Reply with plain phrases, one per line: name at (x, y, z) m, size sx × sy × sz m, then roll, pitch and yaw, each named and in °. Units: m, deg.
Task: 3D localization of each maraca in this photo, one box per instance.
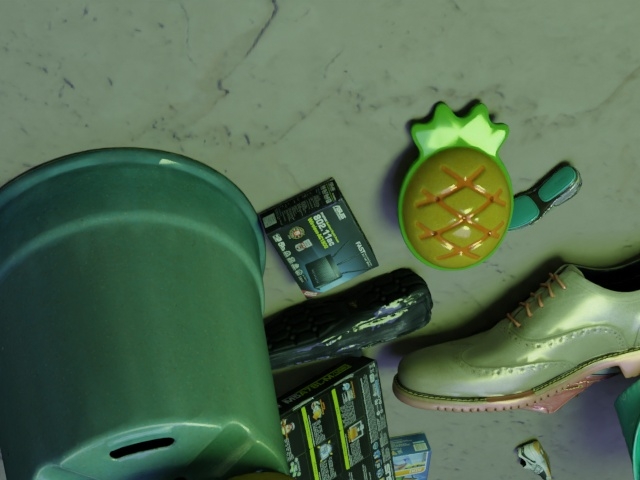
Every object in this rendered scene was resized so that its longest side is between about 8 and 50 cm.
maraca at (0.146, -0.056, 1.414) m, size 0.127 × 0.099 × 0.186 m, roll -2°, pitch 107°, yaw -10°

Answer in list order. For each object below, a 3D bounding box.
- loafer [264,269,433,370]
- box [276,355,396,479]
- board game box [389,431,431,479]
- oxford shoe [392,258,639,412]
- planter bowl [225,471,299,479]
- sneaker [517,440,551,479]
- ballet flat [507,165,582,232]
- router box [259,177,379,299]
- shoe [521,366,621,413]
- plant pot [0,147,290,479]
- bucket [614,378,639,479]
loafer at (0.027, 0.107, 1.532) m, size 0.223 × 0.076 × 0.078 m, roll -20°, pitch 127°, yaw -5°
box at (0.006, 0.258, 1.588) m, size 0.184 × 0.045 × 0.191 m, roll -26°, pitch 116°, yaw -34°
board game box at (0.043, 0.329, 1.770) m, size 0.201 × 0.035 × 0.136 m, roll -7°, pitch 133°, yaw -12°
oxford shoe at (0.270, 0.100, 1.596) m, size 0.396 × 0.140 × 0.147 m, roll -15°, pitch 112°, yaw -9°
planter bowl at (-0.057, 0.272, 1.181) m, size 0.217 × 0.090 × 0.217 m, roll -10°, pitch 133°, yaw -11°
sneaker at (0.299, 0.310, 1.848) m, size 0.036 × 0.032 × 0.083 m, roll -17°, pitch 131°, yaw 16°
ballet flat at (0.250, -0.041, 1.501) m, size 0.114 × 0.041 × 0.041 m, roll -35°, pitch 132°, yaw 15°
router box at (0.000, 0.000, 1.451) m, size 0.092 × 0.038 × 0.122 m, roll -26°, pitch 134°, yaw 5°
shoe at (0.327, 0.172, 1.707) m, size 0.177 × 0.063 × 0.081 m, roll -9°, pitch 135°, yaw -4°
plant pot at (-0.187, 0.141, 1.314) m, size 0.341 × 0.334 × 0.341 m, roll -9°, pitch 133°, yaw -10°
bucket at (0.502, 0.241, 1.601) m, size 0.281 × 0.183 × 0.281 m, roll -16°, pitch 156°, yaw -7°
